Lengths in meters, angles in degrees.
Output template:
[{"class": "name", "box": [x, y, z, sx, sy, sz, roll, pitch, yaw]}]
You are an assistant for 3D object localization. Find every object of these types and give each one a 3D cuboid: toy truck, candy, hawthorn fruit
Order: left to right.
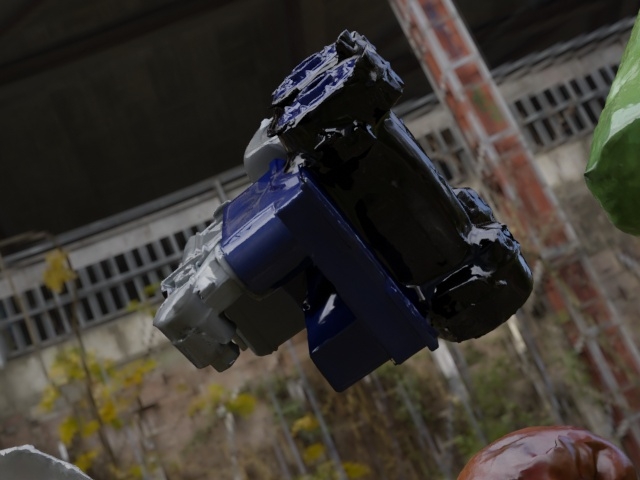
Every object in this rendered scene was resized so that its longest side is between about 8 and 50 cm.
[{"class": "toy truck", "box": [0.000, 0.000, 0.728, 0.177, 0.161, 0.213, -37, 13, 6]}, {"class": "hawthorn fruit", "box": [0.166, 0.228, 1.018, 0.179, 0.173, 0.173, -1, -4, 41]}, {"class": "candy", "box": [0.312, -0.135, 1.142, 0.142, 0.132, 0.343, -15, 26, 32]}]

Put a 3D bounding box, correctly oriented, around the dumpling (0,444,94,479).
[{"class": "dumpling", "box": [-0.228, 0.279, 0.960, 0.163, 0.293, 0.204, -21, -36, -36]}]
